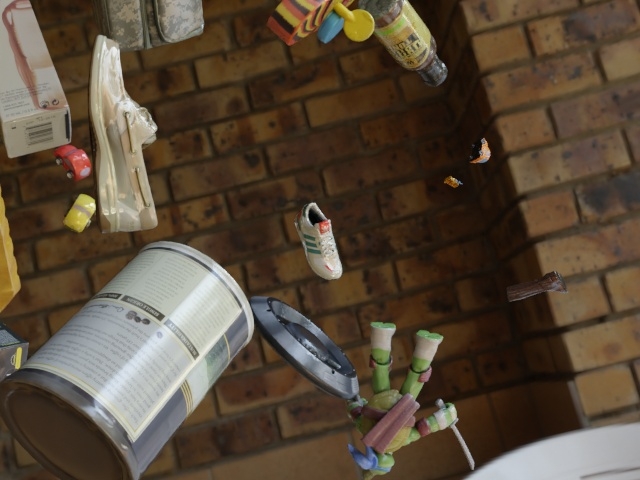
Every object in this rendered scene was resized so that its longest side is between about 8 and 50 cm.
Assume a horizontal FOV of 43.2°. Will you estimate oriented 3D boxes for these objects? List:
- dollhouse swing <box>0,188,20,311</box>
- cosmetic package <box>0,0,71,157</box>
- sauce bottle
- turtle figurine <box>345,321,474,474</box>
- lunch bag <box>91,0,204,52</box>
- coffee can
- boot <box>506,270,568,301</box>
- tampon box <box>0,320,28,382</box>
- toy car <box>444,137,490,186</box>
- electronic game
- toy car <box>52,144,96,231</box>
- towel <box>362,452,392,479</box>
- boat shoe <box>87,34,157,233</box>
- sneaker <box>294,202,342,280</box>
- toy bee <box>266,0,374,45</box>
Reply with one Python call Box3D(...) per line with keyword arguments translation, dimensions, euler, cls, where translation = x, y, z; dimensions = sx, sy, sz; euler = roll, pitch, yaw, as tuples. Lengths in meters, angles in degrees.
Box3D(translation=(-0.703, -0.053, 1.491), dimensions=(0.305, 0.346, 0.315), euler=(-5, 24, -7), cls="dollhouse swing")
Box3D(translation=(-0.595, -0.333, 1.579), dimensions=(0.129, 0.296, 0.153), euler=(-19, -14, -21), cls="cosmetic package")
Box3D(translation=(0.212, -0.484, 1.950), dimensions=(0.111, 0.111, 0.344), euler=(-20, -29, 26), cls="sauce bottle")
Box3D(translation=(0.152, 0.294, 1.534), dimensions=(0.275, 0.266, 0.198), euler=(6, 6, -38), cls="turtle figurine")
Box3D(translation=(-0.403, -0.613, 1.895), dimensions=(0.256, 0.212, 0.305), euler=(-14, -47, -19), cls="lunch bag")
Box3D(translation=(-0.240, 0.159, 1.040), dimensions=(0.202, 0.201, 0.275), euler=(-24, 20, 44), cls="coffee can")
Box3D(translation=(0.448, 0.103, 1.678), dimensions=(0.114, 0.037, 0.106), euler=(-26, -35, 22), cls="boot")
Box3D(translation=(-0.800, 0.280, 1.970), dimensions=(0.161, 0.120, 0.101), euler=(25, 21, 38), cls="tampon box")
Box3D(translation=(0.326, -0.168, 1.771), dimensions=(0.041, 0.060, 0.122), euler=(29, -49, -23), cls="toy car")
Box3D(translation=(-0.028, 0.169, 1.290), dimensions=(0.048, 0.229, 0.229), euler=(-49, -16, 6), cls="electronic game")
Box3D(translation=(-0.522, -0.133, 1.968), dimensions=(0.225, 0.239, 0.053), euler=(2, -28, -34), cls="toy car")
Box3D(translation=(0.141, 0.488, 1.905), dimensions=(0.110, 0.027, 0.148), euler=(-53, 10, 39), cls="towel")
Box3D(translation=(-0.302, -0.163, 1.237), dimensions=(0.098, 0.302, 0.109), euler=(-4, -5, -16), cls="boat shoe")
Box3D(translation=(0.000, 0.000, 1.587), dimensions=(0.057, 0.161, 0.075), euler=(-16, -19, -25), cls="sneaker")
Box3D(translation=(0.015, -0.443, 1.412), dimensions=(0.195, 0.298, 0.162), euler=(31, -58, -15), cls="toy bee")
